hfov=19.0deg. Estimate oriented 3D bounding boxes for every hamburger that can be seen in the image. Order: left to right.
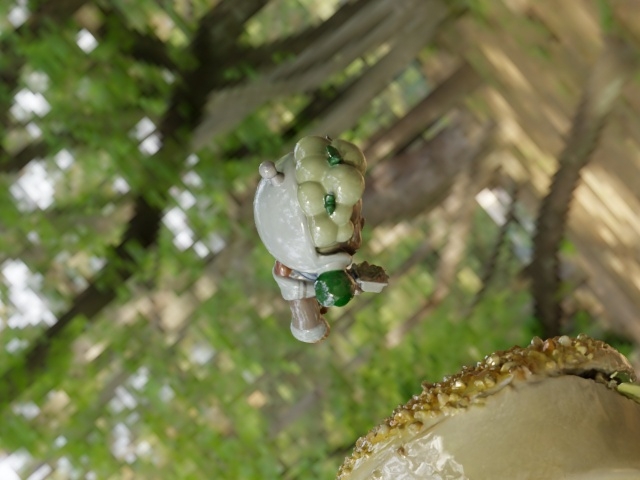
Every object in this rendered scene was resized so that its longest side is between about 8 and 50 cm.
[{"bbox_3d":[0.138,0.200,1.496,0.302,0.302,0.170,44,-165,-55],"label":"hamburger"}]

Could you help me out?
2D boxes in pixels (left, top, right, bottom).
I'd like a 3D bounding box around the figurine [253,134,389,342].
[{"bbox_3d":[0.001,-0.001,1.497,0.197,0.094,0.147,75,-176,-50],"label":"figurine"}]
